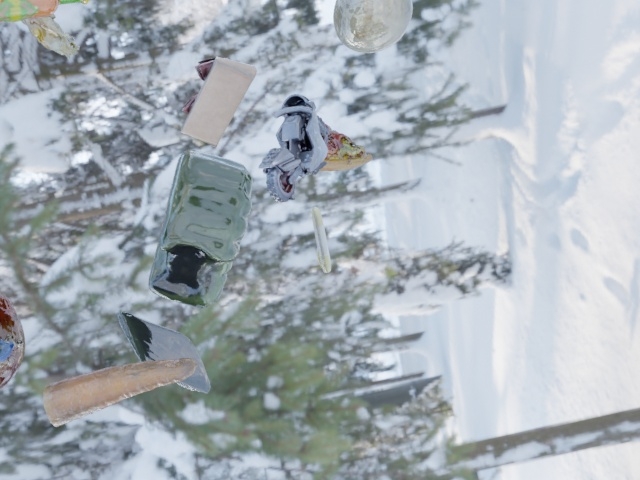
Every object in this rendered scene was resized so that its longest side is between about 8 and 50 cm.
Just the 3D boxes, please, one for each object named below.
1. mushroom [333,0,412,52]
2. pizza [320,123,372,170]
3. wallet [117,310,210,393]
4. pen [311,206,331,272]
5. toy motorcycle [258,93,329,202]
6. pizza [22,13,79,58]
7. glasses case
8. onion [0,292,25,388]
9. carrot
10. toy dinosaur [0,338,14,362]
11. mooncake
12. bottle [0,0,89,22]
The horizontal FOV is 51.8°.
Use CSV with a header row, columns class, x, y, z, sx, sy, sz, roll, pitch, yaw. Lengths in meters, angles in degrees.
class,x,y,z,sx,sy,sz,roll,pitch,yaw
mushroom,0.130,-0.579,1.677,0.209,0.206,0.206,-92,-10,-66
pizza,0.012,-0.248,1.669,0.053,0.201,0.193,101,148,-44
wallet,-0.348,0.251,1.463,0.168,0.052,0.245,53,-174,36
pen,0.000,0.000,1.875,0.040,0.032,0.233,23,138,36
toy motorcycle,-0.040,-0.161,1.087,0.215,0.080,0.122,-60,-45,-45
pizza,-0.595,-0.467,1.322,0.297,0.071,0.189,44,166,-5
glasses case,-0.206,-0.277,1.250,0.193,0.102,0.070,-52,25,40
onion,-0.648,0.211,1.242,0.230,0.163,0.230,-38,-42,-45
carrot,-0.270,0.198,0.906,0.061,0.210,0.061,164,90,-89
toy dinosaur,-0.611,0.266,1.064,0.075,0.188,0.247,-38,48,42
mooncake,-0.272,-0.027,1.511,0.351,0.187,0.351,-168,90,-78
bottle,-0.412,-0.355,0.946,0.069,0.187,0.069,36,137,42
